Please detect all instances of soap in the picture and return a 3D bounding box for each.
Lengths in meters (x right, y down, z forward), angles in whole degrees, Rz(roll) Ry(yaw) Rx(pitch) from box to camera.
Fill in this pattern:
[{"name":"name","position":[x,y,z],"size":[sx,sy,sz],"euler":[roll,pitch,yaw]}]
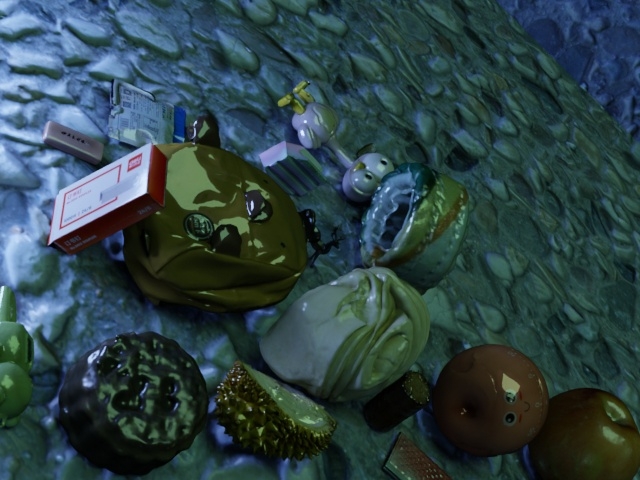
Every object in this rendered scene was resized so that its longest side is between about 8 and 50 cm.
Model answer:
[{"name":"soap","position":[-0.064,-0.157,2.077],"size":[0.149,0.100,0.056],"euler":[42,24,-51]}]

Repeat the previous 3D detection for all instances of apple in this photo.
[{"name":"apple","position":[0.587,0.440,2.090],"size":[0.254,0.253,0.253],"euler":[25,44,-27]}]

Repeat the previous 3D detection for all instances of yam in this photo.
[{"name":"yam","position":[0.149,0.315,1.848],"size":[0.079,0.141,0.079],"euler":[24,44,-25]}]

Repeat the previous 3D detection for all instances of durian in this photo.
[{"name":"durian","position":[-0.084,0.305,1.648],"size":[0.250,0.183,0.137],"euler":[27,77,-28]}]

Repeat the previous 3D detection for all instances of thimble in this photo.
[{"name":"thimble","position":[0.204,-0.025,2.105],"size":[0.167,0.254,0.288],"euler":[27,70,-21]}]

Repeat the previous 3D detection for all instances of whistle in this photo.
[{"name":"whistle","position":[-0.473,0.171,1.415],"size":[0.085,0.105,0.227],"euler":[-9,59,-3]}]

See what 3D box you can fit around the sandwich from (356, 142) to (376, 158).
[{"name":"sandwich","position":[0.112,-0.217,2.350],"size":[0.031,0.044,0.083],"euler":[51,-5,-3]}]

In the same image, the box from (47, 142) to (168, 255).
[{"name":"box","position":[-0.364,-0.069,1.629],"size":[0.050,0.229,0.122],"euler":[44,33,-41]}]

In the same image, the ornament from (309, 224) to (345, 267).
[{"name":"ornament","position":[0.000,0.000,1.987],"size":[0.073,0.125,0.028],"euler":[52,41,1]}]

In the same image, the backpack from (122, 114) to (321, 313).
[{"name":"backpack","position":[-0.189,-0.032,1.775],"size":[0.378,0.201,0.353],"euler":[6,59,-37]}]

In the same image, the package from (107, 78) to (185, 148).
[{"name":"package","position":[-0.352,-0.243,1.938],"size":[0.173,0.027,0.171],"euler":[23,41,-30]}]

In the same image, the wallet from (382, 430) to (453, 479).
[{"name":"wallet","position":[0.210,0.472,1.869],"size":[0.196,0.020,0.103],"euler":[42,39,-8]}]

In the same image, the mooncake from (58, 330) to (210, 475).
[{"name":"mooncake","position":[-0.289,0.251,1.499],"size":[0.228,0.124,0.228],"euler":[24,45,-27]}]

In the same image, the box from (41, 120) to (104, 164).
[{"name":"box","position":[-0.462,-0.183,1.782],"size":[0.115,0.025,0.048],"euler":[24,42,-27]}]

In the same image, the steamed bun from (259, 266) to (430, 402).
[{"name":"steamed bun","position":[0.070,0.194,1.761],"size":[0.289,0.276,0.203],"euler":[5,45,-52]}]

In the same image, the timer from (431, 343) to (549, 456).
[{"name":"timer","position":[0.350,0.329,1.957],"size":[0.215,0.230,0.229],"euler":[-3,61,-46]}]

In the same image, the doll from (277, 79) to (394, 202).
[{"name":"doll","position":[0.049,-0.212,2.241],"size":[0.365,0.094,0.160],"euler":[45,41,-4]}]
